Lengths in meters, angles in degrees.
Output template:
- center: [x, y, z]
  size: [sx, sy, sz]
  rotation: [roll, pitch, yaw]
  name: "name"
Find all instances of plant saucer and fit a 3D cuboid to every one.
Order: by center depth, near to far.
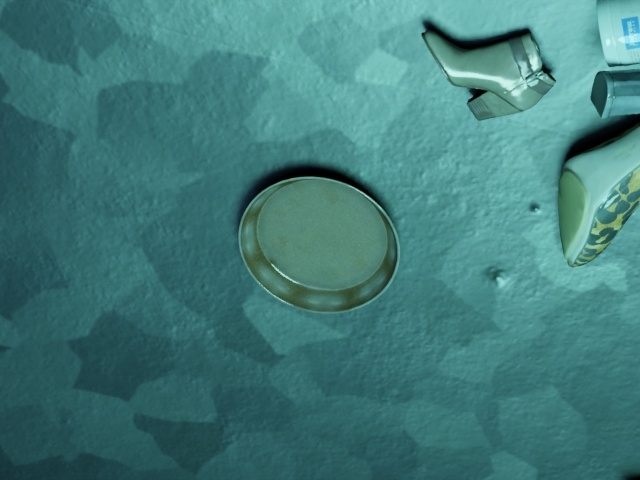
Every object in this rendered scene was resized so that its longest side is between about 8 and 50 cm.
- center: [0.000, 0.000, 1.644]
  size: [0.168, 0.029, 0.168]
  rotation: [5, 124, 7]
  name: "plant saucer"

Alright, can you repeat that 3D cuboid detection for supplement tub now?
- center: [0.306, -0.197, 1.424]
  size: [0.107, 0.071, 0.071]
  rotation: [-9, 121, 16]
  name: "supplement tub"

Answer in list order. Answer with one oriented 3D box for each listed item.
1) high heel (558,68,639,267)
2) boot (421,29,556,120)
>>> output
- center: [0.330, -0.065, 1.512]
  size: [0.186, 0.093, 0.261]
  rotation: [-5, 139, -11]
  name: "high heel"
- center: [0.161, -0.169, 1.495]
  size: [0.087, 0.042, 0.118]
  rotation: [-30, 114, 20]
  name: "boot"
